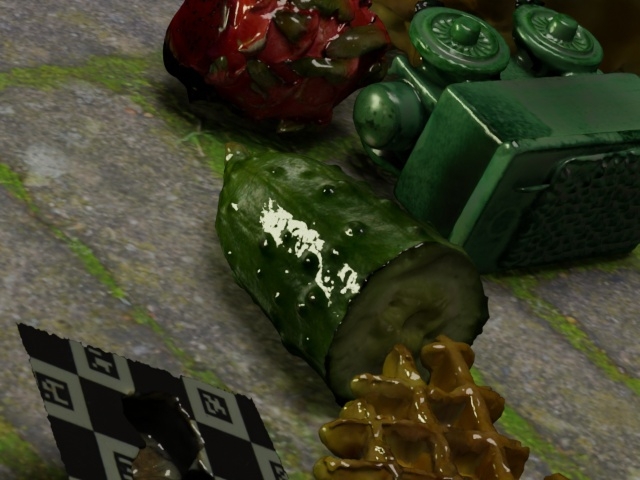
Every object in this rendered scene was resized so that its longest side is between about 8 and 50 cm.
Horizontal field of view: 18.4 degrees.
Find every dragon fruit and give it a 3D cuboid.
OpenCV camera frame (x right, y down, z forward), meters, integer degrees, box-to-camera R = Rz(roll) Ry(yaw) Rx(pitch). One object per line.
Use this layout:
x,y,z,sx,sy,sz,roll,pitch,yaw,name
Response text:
-0.029,-0.161,1.612,0.172,0.160,0.166,18,-12,-37,dragon fruit

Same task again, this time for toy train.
0.156,-0.088,1.580,0.266,0.145,0.202,-7,47,-40,toy train

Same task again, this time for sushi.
-0.083,0.160,1.099,0.192,0.050,0.215,23,30,-42,sushi

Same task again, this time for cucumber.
-0.003,0.002,1.360,0.134,0.134,0.244,-3,33,-37,cucumber

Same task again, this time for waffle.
0.127,0.184,1.185,0.293,0.069,0.260,30,31,11,waffle

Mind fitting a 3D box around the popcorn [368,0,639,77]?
0.167,-0.303,1.787,0.390,0.344,0.354,47,7,23,popcorn
